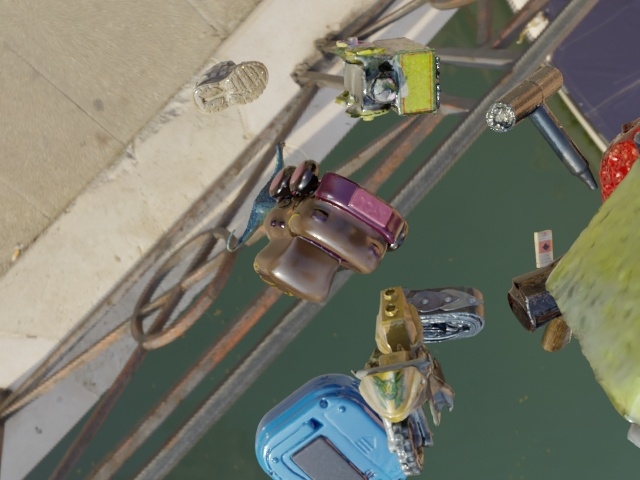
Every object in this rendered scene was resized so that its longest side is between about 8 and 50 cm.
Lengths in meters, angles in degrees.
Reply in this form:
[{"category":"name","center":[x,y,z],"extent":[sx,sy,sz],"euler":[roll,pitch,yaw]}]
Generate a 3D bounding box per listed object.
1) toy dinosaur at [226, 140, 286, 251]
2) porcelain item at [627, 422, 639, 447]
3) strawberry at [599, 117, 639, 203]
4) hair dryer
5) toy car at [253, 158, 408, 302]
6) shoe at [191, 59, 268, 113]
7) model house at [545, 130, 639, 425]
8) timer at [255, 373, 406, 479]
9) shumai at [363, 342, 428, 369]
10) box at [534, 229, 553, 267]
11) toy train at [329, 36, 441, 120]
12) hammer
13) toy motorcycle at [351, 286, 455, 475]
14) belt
[{"category":"toy dinosaur","center":[-0.134,-0.097,1.804],"extent":[0.147,0.076,0.363],"euler":[38,65,-26]},{"category":"porcelain item","center":[0.677,0.183,1.156],"extent":[0.178,0.242,0.405],"euler":[4,99,-66]},{"category":"strawberry","center":[0.564,-0.081,0.974],"extent":[0.257,0.277,0.257],"euler":[-12,140,-11]},{"category":"hair dryer","center":[0.331,-0.141,0.945],"extent":[0.173,0.050,0.195],"euler":[-35,95,-39]},{"category":"toy car","center":[0.000,0.000,1.369],"extent":[0.271,0.340,0.240],"euler":[32,76,-17]},{"category":"shoe","center":[-0.203,-0.352,1.472],"extent":[0.180,0.092,0.089],"euler":[-23,129,2]},{"category":"model house","center":[0.272,0.006,0.394],"extent":[0.170,0.194,0.211],"euler":[25,110,-2]},{"category":"timer","center":[0.036,0.488,1.533],"extent":[0.309,0.115,0.340],"euler":[-39,108,13]},{"category":"shumai","center":[0.118,0.205,1.066],"extent":[0.124,0.099,0.087],"euler":[-67,159,-8]},{"category":"box","center":[0.527,0.019,1.552],"extent":[0.046,0.012,0.083],"euler":[-9,99,-23]},{"category":"toy train","center":[0.117,-0.308,1.227],"extent":[0.177,0.261,0.134],"euler":[-8,114,-5]},{"category":"hammer","center":[0.492,0.140,1.342],"extent":[0.242,0.095,0.409],"euler":[-27,151,-3]},{"category":"toy motorcycle","center":[0.092,0.140,0.745],"extent":[0.094,0.229,0.130],"euler":[-16,127,16]},{"category":"belt","center":[0.286,0.189,1.591],"extent":[0.218,0.128,0.122],"euler":[-7,134,13]}]
